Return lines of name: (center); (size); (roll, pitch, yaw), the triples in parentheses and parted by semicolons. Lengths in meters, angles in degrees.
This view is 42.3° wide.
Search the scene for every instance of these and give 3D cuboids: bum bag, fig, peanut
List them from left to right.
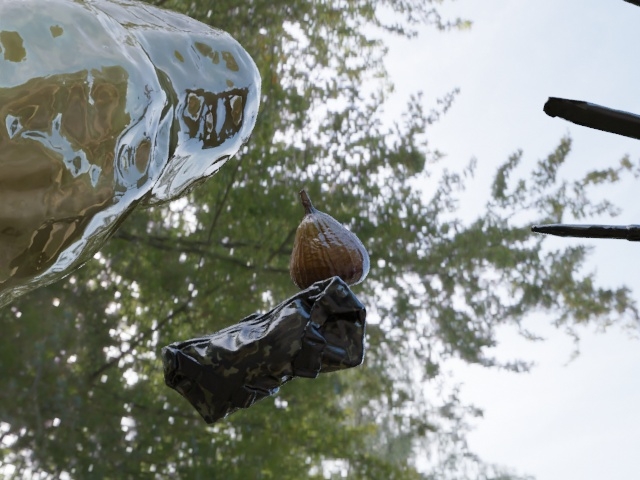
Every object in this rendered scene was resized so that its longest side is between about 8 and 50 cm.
peanut: (-0.127, -0.057, 0.400); (0.149, 0.313, 0.149); (4, -75, 15)
bum bag: (-0.062, 0.128, 0.944); (0.248, 0.069, 0.102); (-23, -84, 10)
fig: (-0.001, 0.013, 1.240); (0.119, 0.153, 0.119); (-24, -23, -11)

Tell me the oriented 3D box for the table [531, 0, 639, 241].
table: (0.333, -0.092, 0.726); (0.249, 0.317, 0.317); (17, -52, 18)
